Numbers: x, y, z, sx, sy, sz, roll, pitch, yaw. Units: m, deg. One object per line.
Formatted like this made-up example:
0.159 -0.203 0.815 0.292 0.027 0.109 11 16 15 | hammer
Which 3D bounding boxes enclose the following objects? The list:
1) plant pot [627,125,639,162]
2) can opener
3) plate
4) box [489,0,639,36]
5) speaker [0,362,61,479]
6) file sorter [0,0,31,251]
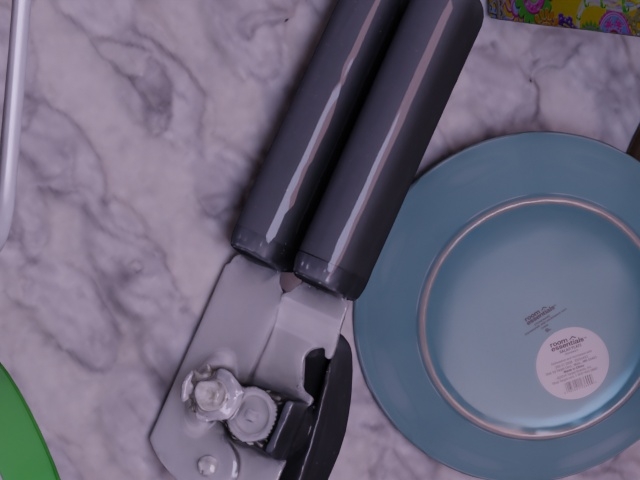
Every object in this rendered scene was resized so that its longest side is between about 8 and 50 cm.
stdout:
0.286 -0.002 1.015 0.237 0.110 0.237 -5 101 -26 | plant pot
0.000 0.000 0.905 0.093 0.074 0.280 18 94 -62 | can opener
0.111 0.038 0.951 0.188 0.024 0.188 -2 102 -7 | plate
0.246 -0.251 0.909 0.279 0.177 0.290 -6 103 -26 | box
-0.256 0.148 0.764 0.296 0.131 0.131 -22 109 -21 | speaker
-0.261 -0.094 0.688 0.278 0.173 0.192 2 98 -26 | file sorter
